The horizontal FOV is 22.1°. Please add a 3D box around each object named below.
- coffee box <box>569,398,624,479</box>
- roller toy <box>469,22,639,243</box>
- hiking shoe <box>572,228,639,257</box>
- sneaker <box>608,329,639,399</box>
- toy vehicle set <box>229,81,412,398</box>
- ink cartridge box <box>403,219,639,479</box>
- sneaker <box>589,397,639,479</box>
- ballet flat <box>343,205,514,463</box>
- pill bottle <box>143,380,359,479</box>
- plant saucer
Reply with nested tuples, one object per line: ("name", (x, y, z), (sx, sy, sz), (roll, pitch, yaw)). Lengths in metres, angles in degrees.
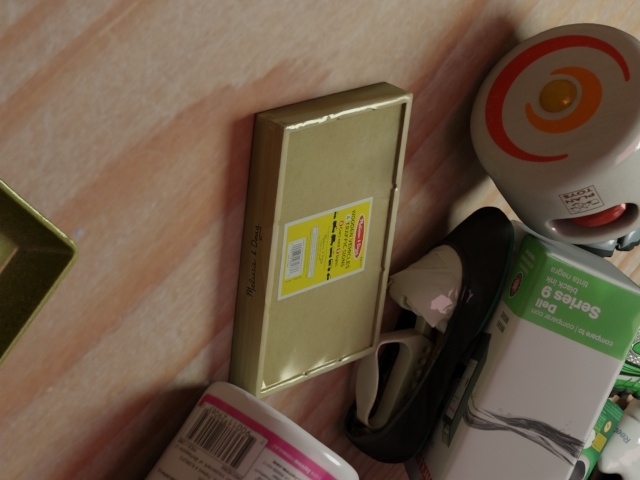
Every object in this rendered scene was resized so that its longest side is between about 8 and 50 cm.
("coffee box", (0.287, 0.260, 1.960), (0.113, 0.040, 0.184), (36, 82, -52))
("roller toy", (0.250, -0.105, 1.576), (0.191, 0.209, 0.146), (-51, 140, -7))
("hiking shoe", (0.378, -0.092, 1.801), (0.304, 0.113, 0.132), (-31, 133, -35))
("sneaker", (0.341, 0.101, 1.855), (0.343, 0.134, 0.146), (-9, 117, -46))
("toy vehicle set", (0.000, 0.000, 1.477), (0.166, 0.035, 0.267), (-17, 123, -44))
("ink cartridge box", (0.199, 0.145, 1.632), (0.211, 0.121, 0.289), (-106, -140, -81))
("sneaker", (0.400, 0.330, 2.103), (0.129, 0.111, 0.297), (-32, 127, -18))
("ballet flat", (0.101, 0.091, 1.608), (0.096, 0.095, 0.280), (17, 97, -37))
("pill bottle", (-0.106, 0.278, 1.414), (0.283, 0.160, 0.160), (-55, 142, -10))
("plant saucer", (-0.285, 0.032, 1.155), (0.188, 0.045, 0.188), (-55, 141, -11))
